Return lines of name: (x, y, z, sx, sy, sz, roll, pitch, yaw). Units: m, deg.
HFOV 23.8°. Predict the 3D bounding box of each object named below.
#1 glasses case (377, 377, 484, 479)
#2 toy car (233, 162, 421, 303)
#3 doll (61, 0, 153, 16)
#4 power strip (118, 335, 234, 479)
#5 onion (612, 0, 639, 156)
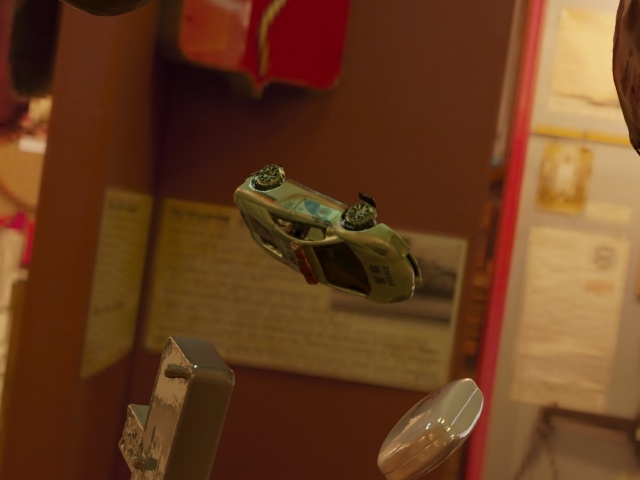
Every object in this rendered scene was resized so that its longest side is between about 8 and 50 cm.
glasses case: (0.097, 0.163, 1.309, 0.049, 0.074, 0.193, 52, 16, 4)
toy car: (0.000, 0.000, 1.200, 0.186, 0.058, 0.093, 24, -33, 42)
doll: (-0.257, -0.452, 1.640, 0.382, 0.252, 0.378, 30, 32, -1)
power strip: (-0.136, 0.181, 1.241, 0.061, 0.215, 0.145, 12, 11, -21)
onion: (0.336, -0.144, 1.094, 0.260, 0.336, 0.282, 26, -45, -21)
